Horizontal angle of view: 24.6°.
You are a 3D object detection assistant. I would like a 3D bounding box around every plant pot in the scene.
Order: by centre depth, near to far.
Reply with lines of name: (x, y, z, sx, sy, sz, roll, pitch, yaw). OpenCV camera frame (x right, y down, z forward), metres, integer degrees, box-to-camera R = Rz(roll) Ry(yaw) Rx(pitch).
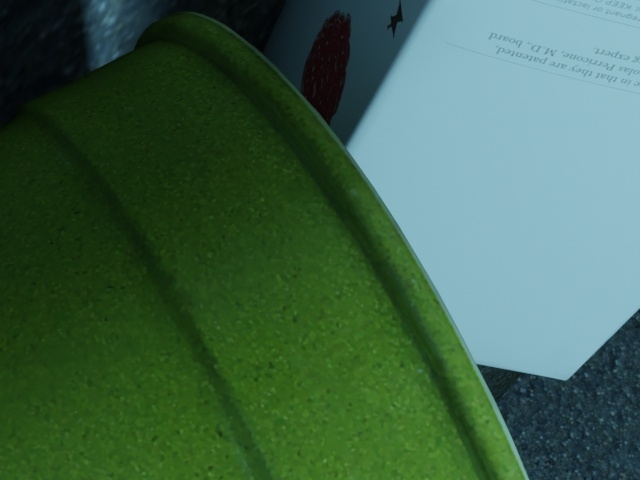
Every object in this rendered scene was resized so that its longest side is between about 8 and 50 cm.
plant pot: (-0.145, 0.147, 0.566, 0.353, 0.366, 0.366, -25, 157, -16)

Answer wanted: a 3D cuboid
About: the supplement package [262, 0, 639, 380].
supplement package: (0.089, -0.088, 0.648, 0.293, 0.175, 0.178, 120, -24, -53)
